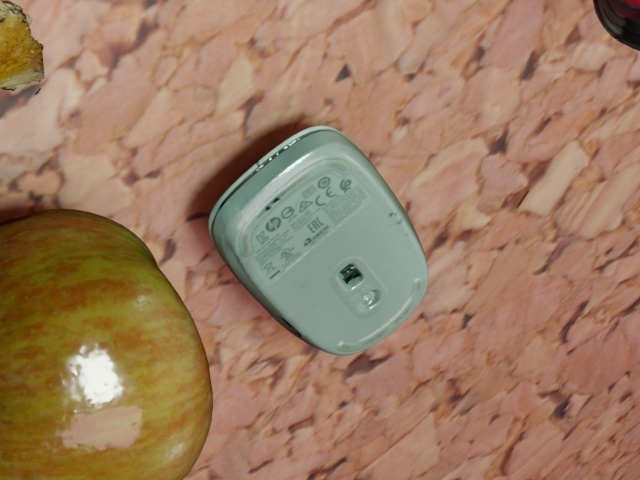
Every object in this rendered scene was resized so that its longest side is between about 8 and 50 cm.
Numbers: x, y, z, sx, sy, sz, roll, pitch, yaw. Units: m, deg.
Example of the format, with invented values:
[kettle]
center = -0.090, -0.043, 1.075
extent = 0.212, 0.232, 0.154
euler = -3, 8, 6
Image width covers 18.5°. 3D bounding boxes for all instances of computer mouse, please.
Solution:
[computer mouse]
center = -0.003, -0.003, 1.794
extent = 0.159, 0.097, 0.288
euler = -39, 137, 1

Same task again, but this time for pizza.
[pizza]
center = -0.271, -0.141, 1.357
extent = 0.226, 0.069, 0.147
euler = -14, 164, -38

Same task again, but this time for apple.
[apple]
center = -0.223, 0.106, 1.550
extent = 0.264, 0.264, 0.264
euler = -27, 145, -20

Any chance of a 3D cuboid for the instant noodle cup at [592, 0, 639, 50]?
[instant noodle cup]
center = 0.289, -0.305, 1.606
extent = 0.258, 0.302, 0.181
euler = -50, 125, -1
